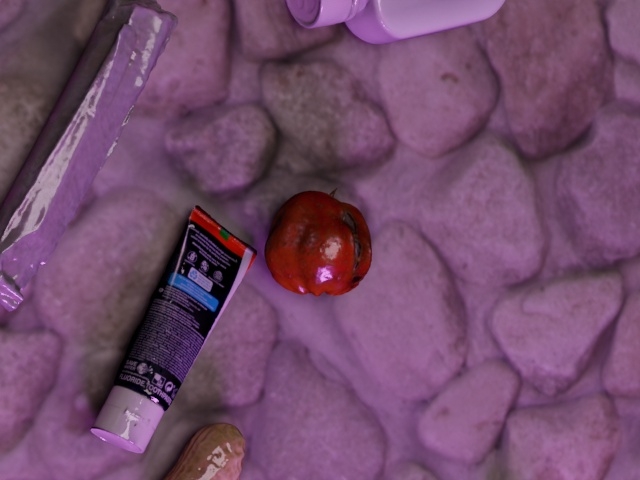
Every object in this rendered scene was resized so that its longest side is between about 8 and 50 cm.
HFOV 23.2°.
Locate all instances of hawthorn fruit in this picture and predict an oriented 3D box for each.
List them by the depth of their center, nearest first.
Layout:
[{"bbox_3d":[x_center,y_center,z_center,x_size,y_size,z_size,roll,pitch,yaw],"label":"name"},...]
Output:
[{"bbox_3d":[0.000,0.000,1.250,0.093,0.093,0.093,0,90,-27],"label":"hawthorn fruit"}]

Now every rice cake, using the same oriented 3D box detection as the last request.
[{"bbox_3d":[-0.187,-0.075,1.171,0.055,0.049,0.270,38,73,-45],"label":"rice cake"}]

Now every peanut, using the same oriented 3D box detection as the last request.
[{"bbox_3d":[-0.096,0.194,1.219,0.054,0.054,0.113,37,77,-23],"label":"peanut"}]

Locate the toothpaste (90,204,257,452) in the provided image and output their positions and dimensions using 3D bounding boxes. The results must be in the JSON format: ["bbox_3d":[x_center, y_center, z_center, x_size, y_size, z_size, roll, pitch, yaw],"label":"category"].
[{"bbox_3d":[-0.113,0.072,1.216,0.071,0.045,0.193,37,68,-31],"label":"toothpaste"}]

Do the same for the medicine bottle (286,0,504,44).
[{"bbox_3d":[0.063,-0.224,1.288,0.183,0.069,0.119,-17,98,-27],"label":"medicine bottle"}]
